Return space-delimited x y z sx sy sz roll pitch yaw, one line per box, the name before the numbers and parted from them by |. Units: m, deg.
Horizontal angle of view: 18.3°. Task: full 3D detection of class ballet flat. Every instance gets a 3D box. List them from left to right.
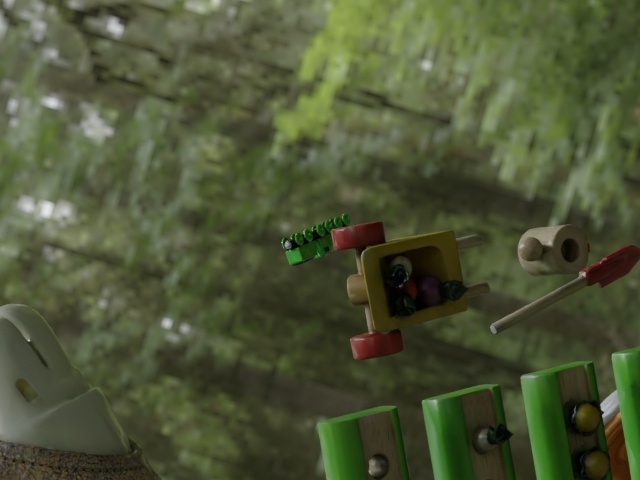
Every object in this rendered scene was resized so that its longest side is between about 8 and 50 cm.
ballet flat | -0.175 0.068 0.845 0.107 0.316 0.106 -14 -59 -83

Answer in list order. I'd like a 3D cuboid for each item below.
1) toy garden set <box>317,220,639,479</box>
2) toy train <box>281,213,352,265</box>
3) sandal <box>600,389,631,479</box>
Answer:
toy garden set | 0.112 0.079 1.050 0.049 0.244 0.203 -8 92 56
toy train | 0.000 0.000 1.413 0.083 0.017 0.023 -22 -89 -57
sandal | 0.292 0.118 1.343 0.076 0.265 0.102 55 170 52
